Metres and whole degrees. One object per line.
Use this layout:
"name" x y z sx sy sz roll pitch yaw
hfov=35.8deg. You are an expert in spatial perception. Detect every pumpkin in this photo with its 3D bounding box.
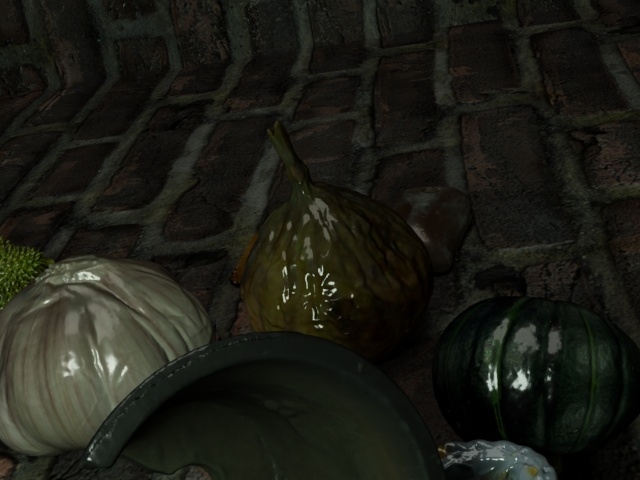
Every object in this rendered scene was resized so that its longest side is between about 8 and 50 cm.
"pumpkin" 0.250 0.168 1.129 0.249 0.216 0.250 -5 -5 0

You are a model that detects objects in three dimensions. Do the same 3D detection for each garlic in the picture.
"garlic" -0.303 0.146 1.333 0.317 0.260 0.317 -9 21 3

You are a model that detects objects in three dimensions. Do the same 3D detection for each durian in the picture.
"durian" -0.569 0.067 1.722 0.198 0.146 0.159 -8 28 14

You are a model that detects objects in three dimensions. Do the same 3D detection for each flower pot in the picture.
"flower pot" -0.082 0.272 0.969 0.379 0.380 0.251 -23 6 -23

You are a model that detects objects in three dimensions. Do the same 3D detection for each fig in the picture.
"fig" 0.000 0.000 1.397 0.286 0.369 0.286 -13 34 9

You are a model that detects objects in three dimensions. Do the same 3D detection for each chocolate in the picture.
"chocolate" 0.171 -0.034 1.700 0.161 0.083 0.261 -3 28 20

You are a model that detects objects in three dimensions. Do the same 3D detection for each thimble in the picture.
"thimble" 0.170 0.285 1.020 0.151 0.118 0.127 3 32 21

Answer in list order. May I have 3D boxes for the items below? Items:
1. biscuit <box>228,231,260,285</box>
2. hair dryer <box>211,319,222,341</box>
"biscuit" -0.029 0.014 1.765 0.232 0.013 0.237 -5 26 14
"hair dryer" -0.175 0.148 1.535 0.063 0.037 0.114 -4 20 11
